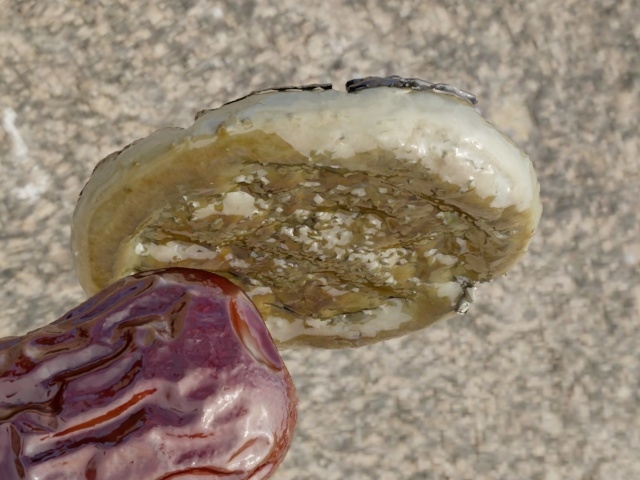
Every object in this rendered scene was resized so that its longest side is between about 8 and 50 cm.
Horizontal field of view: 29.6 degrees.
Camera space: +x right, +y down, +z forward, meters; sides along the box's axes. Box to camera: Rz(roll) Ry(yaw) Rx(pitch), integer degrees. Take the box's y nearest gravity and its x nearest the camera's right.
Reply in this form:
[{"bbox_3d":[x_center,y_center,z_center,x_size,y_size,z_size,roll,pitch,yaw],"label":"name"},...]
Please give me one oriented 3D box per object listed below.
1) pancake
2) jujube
[{"bbox_3d":[0.000,-0.001,0.981,0.382,0.382,0.071,18,51,-33],"label":"pancake"},{"bbox_3d":[-0.130,0.107,0.735,0.230,0.155,0.155,-17,92,-8],"label":"jujube"}]
